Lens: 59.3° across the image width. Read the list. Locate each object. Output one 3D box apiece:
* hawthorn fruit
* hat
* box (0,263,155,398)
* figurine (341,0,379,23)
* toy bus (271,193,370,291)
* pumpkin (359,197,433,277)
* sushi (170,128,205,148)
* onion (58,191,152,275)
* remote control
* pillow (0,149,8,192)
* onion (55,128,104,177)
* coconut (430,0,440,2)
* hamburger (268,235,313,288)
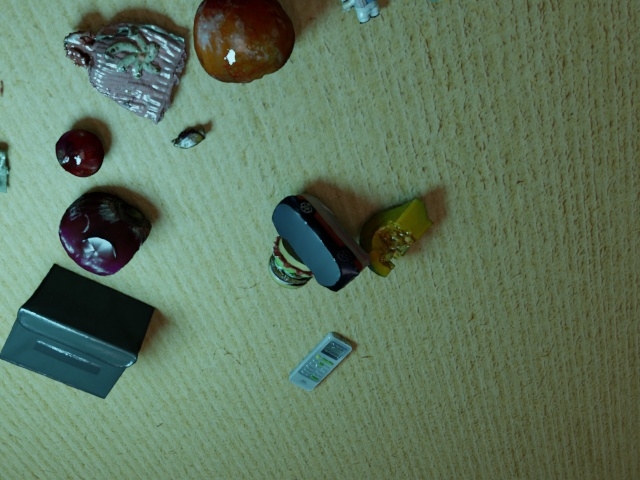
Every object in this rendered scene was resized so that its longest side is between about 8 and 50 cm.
[{"bbox_3d":[-0.192,-0.512,1.322,0.242,0.242,0.272,-19,116,6],"label":"hawthorn fruit"},{"bbox_3d":[-0.492,-0.440,1.400,0.286,0.107,0.237,18,107,-20],"label":"hat"},{"bbox_3d":[-0.726,0.274,1.708,0.345,0.251,0.204,29,114,-18],"label":"box"},{"bbox_3d":[0.083,-0.631,1.340,0.137,0.112,0.229,-25,129,4],"label":"figurine"},{"bbox_3d":[0.000,0.000,1.609,0.303,0.147,0.127,50,124,11],"label":"toy bus"},{"bbox_3d":[0.212,-0.024,1.693,0.248,0.126,0.131,-45,120,1],"label":"pumpkin"},{"bbox_3d":[-0.358,-0.281,1.533,0.099,0.050,0.047,-26,124,3],"label":"sushi"},{"bbox_3d":[-0.624,-0.018,1.573,0.216,0.206,0.207,-39,115,16],"label":"onion"},{"bbox_3d":[-0.002,0.428,1.975,0.103,0.034,0.250,34,111,-21],"label":"remote control"},{"bbox_3d":[-0.947,-0.202,1.519,0.181,0.078,0.134,13,115,-8],"label":"pillow"},{"bbox_3d":[-0.642,-0.231,1.500,0.131,0.131,0.131,-2,120,-3],"label":"onion"},{"bbox_3d":[0.264,-0.670,1.257,0.245,0.245,0.247,7,120,-9],"label":"coconut"},{"bbox_3d":[-0.080,0.070,1.694,0.175,0.175,0.137,22,125,-16],"label":"hamburger"}]
